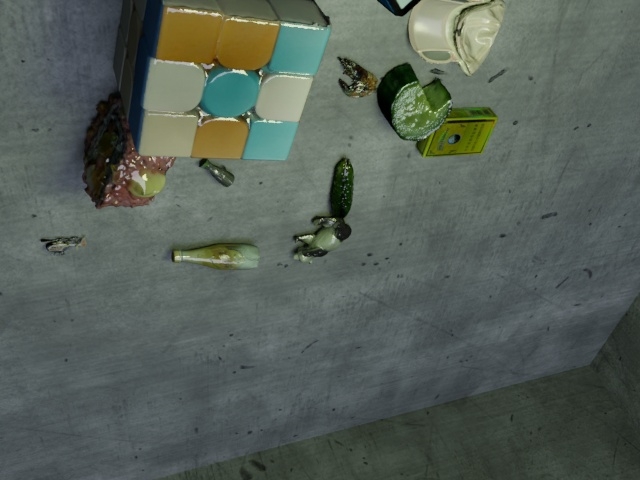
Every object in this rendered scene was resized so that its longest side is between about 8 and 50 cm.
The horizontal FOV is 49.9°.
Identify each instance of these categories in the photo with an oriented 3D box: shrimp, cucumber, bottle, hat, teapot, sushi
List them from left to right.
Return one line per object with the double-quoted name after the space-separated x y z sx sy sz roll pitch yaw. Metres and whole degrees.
-0.452 -0.195 1.655 0.170 0.237 0.270 8 127 -44 "sushi"
-0.320 0.048 2.100 0.269 0.083 0.083 2 133 -27 "bottle"
-0.287 -0.190 1.889 0.042 0.043 0.110 -38 136 16 "teapot"
0.069 -0.159 2.091 0.069 0.069 0.228 -11 134 -17 "cucumber"
0.089 -0.426 1.827 0.091 0.034 0.161 -40 139 19 "shrimp"
0.247 -0.380 1.899 0.191 0.130 0.191 -12 132 -14 "cucumber"
0.348 -0.561 1.785 0.225 0.164 0.220 22 133 6 "hat"

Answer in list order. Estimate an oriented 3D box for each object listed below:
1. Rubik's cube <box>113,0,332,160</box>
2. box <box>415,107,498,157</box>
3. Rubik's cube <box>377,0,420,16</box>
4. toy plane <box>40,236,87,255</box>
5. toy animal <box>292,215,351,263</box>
-0.226 -0.402 1.448 0.346 0.347 0.345 0 133 -26 "Rubik's cube"
0.411 -0.327 2.081 0.219 0.064 0.141 -4 137 -21 "box"
0.139 -0.675 1.365 0.293 0.283 0.288 -41 139 8 "Rubik's cube"
-0.710 0.013 1.902 0.120 0.031 0.049 -1 126 -22 "toy plane"
0.000 0.000 2.213 0.225 0.094 0.121 -42 147 17 "toy animal"
